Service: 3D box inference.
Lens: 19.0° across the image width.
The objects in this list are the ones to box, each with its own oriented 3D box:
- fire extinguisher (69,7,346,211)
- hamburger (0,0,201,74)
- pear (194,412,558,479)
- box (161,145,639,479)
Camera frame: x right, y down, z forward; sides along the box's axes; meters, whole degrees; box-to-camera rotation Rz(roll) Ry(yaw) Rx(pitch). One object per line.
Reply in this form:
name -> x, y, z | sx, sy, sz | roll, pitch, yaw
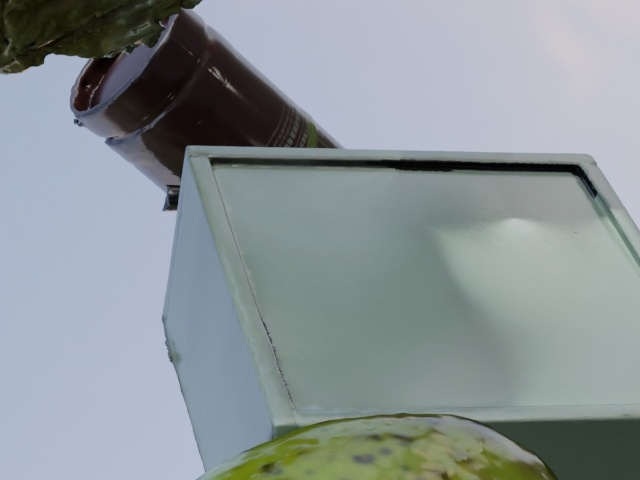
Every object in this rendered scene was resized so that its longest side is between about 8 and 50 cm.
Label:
fire extinguisher -> 0.000, 0.000, 1.173 | 0.341, 0.105, 0.141 | 41, -138, -25
hamburger -> -0.145, -0.186, 0.926 | 0.183, 0.130, 0.206 | -23, -44, -30
pear -> 0.024, 0.196, 0.631 | 0.176, 0.286, 0.281 | 99, -163, -69
box -> 0.053, 0.063, 0.937 | 0.225, 0.225, 0.117 | 1, -56, -16
